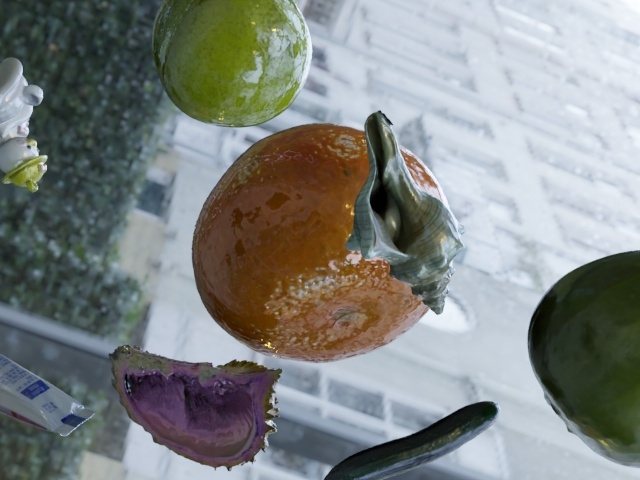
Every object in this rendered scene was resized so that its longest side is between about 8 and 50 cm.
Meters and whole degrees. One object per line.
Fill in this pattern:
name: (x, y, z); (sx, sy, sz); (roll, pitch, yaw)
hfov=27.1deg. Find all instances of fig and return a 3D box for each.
fig: (0.444, 0.142, 1.815); (0.316, 0.316, 0.316); (-160, -90, -78)

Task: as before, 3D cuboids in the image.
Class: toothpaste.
toothpaste: (-0.363, 0.129, 1.371); (0.061, 0.266, 0.096); (-63, 175, 12)

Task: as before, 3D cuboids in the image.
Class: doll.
doll: (-0.558, -0.209, 1.773); (0.188, 0.383, 0.099); (87, 13, -57)
doll: (-0.456, -0.159, 1.939); (0.081, 0.207, 0.129); (-29, 162, 9)

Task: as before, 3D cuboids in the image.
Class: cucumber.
cucumber: (0.130, 0.292, 1.865); (0.056, 0.284, 0.056); (158, -90, -77)

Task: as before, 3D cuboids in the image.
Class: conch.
conch: (0.083, -0.012, 1.536); (0.114, 0.234, 0.137); (-20, -151, 55)

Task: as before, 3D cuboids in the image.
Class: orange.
orange: (0.000, 0.000, 2.132); (0.424, 0.423, 0.326); (122, -35, -44)

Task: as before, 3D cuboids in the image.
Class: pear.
pear: (-0.088, -0.221, 1.363); (0.180, 0.166, 0.216); (-92, -169, -49)

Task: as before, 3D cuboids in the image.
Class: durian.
durian: (-0.188, 0.258, 2.128); (0.112, 0.341, 0.191); (-37, 125, -54)
